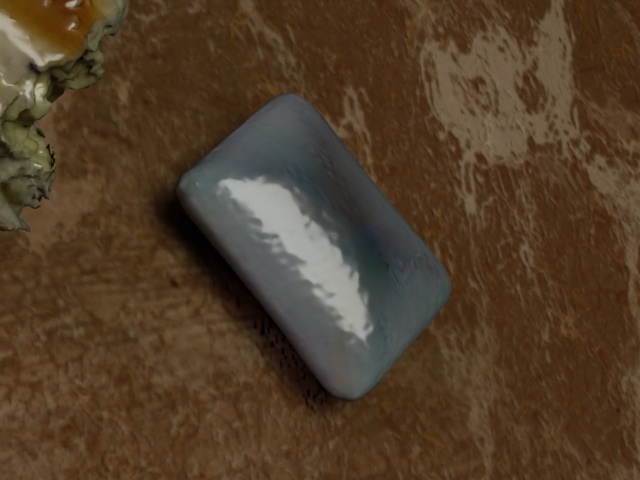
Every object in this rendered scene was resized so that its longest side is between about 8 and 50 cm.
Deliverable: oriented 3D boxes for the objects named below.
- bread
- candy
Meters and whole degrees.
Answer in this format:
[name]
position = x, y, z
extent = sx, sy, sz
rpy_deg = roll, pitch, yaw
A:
[bread]
position = -0.191, -0.161, 0.915
extent = 0.192, 0.171, 0.314
rpy_deg = 32, 48, -20
[candy]
position = 0.000, 0.000, 1.060
extent = 0.174, 0.071, 0.138
rpy_deg = 51, 43, -5
